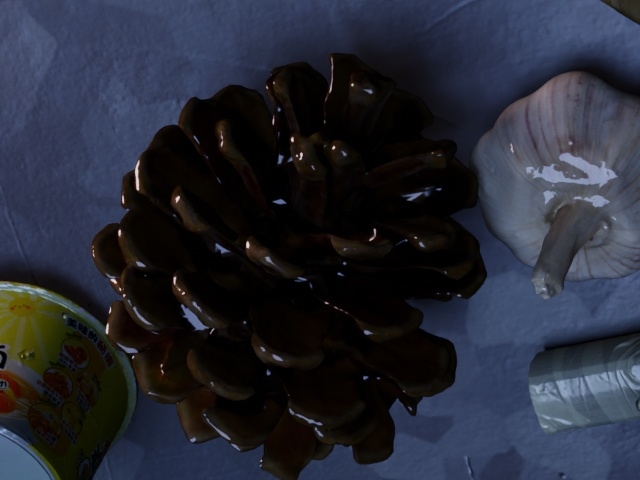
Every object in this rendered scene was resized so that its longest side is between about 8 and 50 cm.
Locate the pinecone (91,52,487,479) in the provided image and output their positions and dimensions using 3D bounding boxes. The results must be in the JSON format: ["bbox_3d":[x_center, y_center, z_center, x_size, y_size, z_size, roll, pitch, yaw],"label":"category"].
[{"bbox_3d":[0.000,0.000,1.697,0.385,0.384,0.384,8,118,16],"label":"pinecone"}]

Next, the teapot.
[{"bbox_3d":[0.299,0.134,1.815,0.200,0.107,0.077,-13,107,24],"label":"teapot"}]

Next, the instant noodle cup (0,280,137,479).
[{"bbox_3d":[-0.337,0.199,1.995,0.264,0.200,0.264,4,123,7],"label":"instant noodle cup"}]

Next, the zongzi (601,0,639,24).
[{"bbox_3d":[0.298,-0.239,1.629,0.176,0.078,0.160,34,144,11],"label":"zongzi"}]

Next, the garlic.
[{"bbox_3d":[0.214,-0.029,1.696,0.199,0.226,0.199,10,124,16],"label":"garlic"}]
